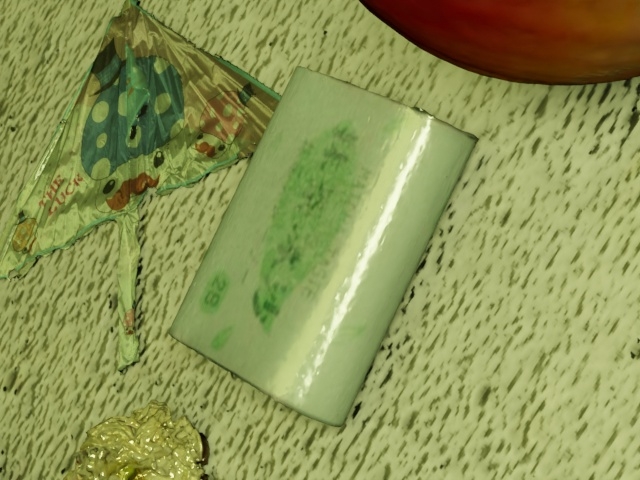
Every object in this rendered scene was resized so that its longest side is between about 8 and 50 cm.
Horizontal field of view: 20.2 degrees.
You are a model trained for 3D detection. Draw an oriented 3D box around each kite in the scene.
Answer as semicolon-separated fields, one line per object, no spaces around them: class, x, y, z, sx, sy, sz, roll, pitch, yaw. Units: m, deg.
kite;-0.164;-0.061;1.537;0.406;0.014;0.369;-24;56;35

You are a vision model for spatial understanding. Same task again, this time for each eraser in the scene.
eraser;0.000;0.000;1.305;0.174;0.081;0.227;26;90;46

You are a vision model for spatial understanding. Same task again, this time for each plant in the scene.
plant;-0.147;0.184;1.386;0.116;0.104;0.122;-40;6;-23

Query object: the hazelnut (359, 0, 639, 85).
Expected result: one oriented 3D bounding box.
hazelnut;0.163;-0.293;1.114;0.359;0.359;0.409;3;71;45
